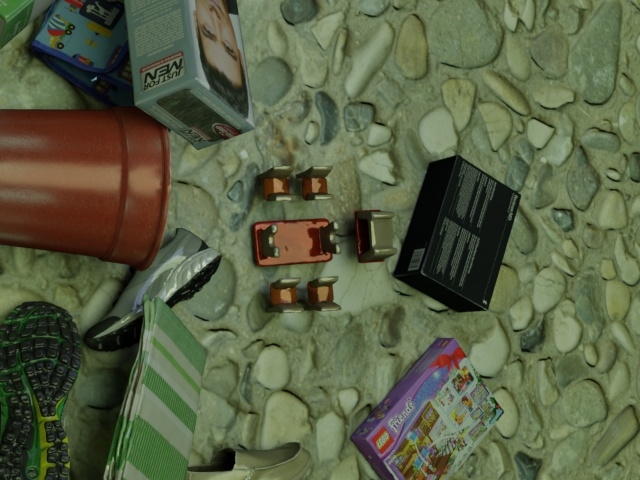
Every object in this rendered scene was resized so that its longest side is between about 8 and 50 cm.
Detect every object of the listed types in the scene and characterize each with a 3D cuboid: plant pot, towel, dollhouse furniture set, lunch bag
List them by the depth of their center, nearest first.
[{"bbox_3d":[-0.398,-0.093,1.768,0.265,0.272,0.273,3,83,-26],"label":"plant pot"},{"bbox_3d":[-0.259,0.280,1.826,0.248,0.038,0.325,62,30,-56],"label":"towel"},{"bbox_3d":[-0.331,-0.344,1.922,0.293,0.138,0.221,29,68,-13],"label":"lunch bag"},{"bbox_3d":[0.000,0.000,2.111,0.259,0.135,0.262,-3,86,-22],"label":"dollhouse furniture set"}]

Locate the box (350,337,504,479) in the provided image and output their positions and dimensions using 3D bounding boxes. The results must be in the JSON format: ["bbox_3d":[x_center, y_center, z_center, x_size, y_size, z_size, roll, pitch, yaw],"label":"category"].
[{"bbox_3d":[0.214,0.360,2.235,0.293,0.057,0.201,-44,109,-29],"label":"box"}]

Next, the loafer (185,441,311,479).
[{"bbox_3d":[-0.133,0.398,1.974,0.268,0.102,0.092,-18,101,-33],"label":"loafer"}]

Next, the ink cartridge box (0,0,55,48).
[{"bbox_3d":[-0.479,-0.471,1.798,0.201,0.117,0.278,42,63,-5],"label":"ink cartridge box"}]

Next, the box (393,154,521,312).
[{"bbox_3d":[0.277,-0.011,2.287,0.184,0.103,0.261,28,70,-25],"label":"box"}]

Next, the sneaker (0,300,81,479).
[{"bbox_3d":[-0.455,0.257,1.769,0.134,0.146,0.344,10,65,-19],"label":"sneaker"}]

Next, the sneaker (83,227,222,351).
[{"bbox_3d":[-0.294,0.085,1.917,0.108,0.100,0.271,43,66,12],"label":"sneaker"}]

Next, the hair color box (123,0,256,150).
[{"bbox_3d":[-0.212,-0.351,1.775,0.185,0.113,0.375,35,42,-59],"label":"hair color box"}]
